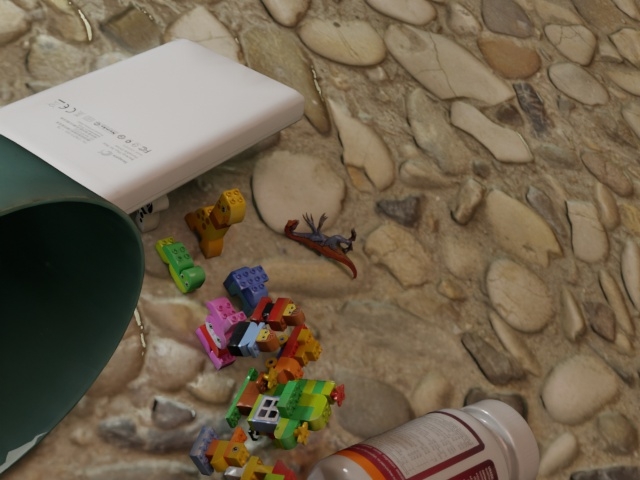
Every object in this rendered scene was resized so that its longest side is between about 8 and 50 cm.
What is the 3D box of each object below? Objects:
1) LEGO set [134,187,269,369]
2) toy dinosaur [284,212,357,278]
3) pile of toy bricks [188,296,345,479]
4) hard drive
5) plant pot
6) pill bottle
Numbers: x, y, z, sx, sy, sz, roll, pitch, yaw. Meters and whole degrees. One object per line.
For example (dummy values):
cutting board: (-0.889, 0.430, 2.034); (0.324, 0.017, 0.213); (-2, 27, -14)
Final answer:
LEGO set: (-0.111, 0.004, 0.843); (0.087, 0.093, 0.227); (-20, 69, -39)
toy dinosaur: (0.000, 0.000, 0.952); (0.082, 0.047, 0.090); (-5, 70, -12)
pile of toy bricks: (-0.029, 0.149, 0.753); (0.105, 0.118, 0.212); (1, 43, 25)
hard drive: (-0.190, -0.130, 0.880); (0.203, 0.040, 0.307); (29, 42, 25)
plant pot: (-0.317, 0.028, 0.589); (0.235, 0.293, 0.293); (36, 45, 19)
pill bottle: (0.104, 0.234, 0.787); (0.221, 0.121, 0.121); (-12, 65, -36)
